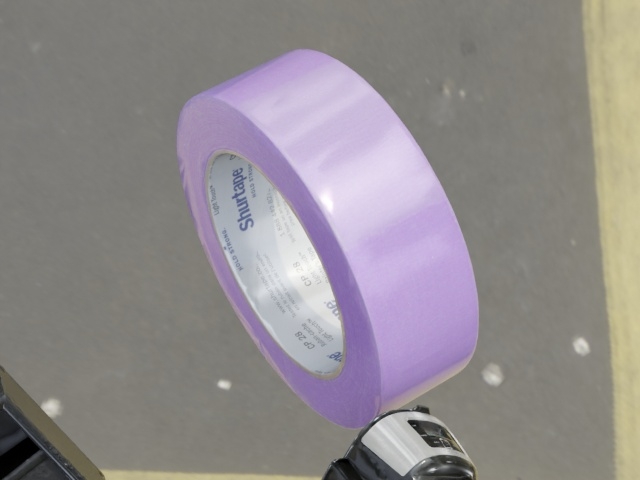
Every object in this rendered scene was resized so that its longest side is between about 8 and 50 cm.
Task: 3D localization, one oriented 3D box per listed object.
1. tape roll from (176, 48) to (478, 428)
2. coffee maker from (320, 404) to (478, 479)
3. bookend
[{"bbox_3d":[0.000,0.000,1.137,0.090,0.275,0.275,-27,67,-21],"label":"tape roll"},{"bbox_3d":[0.068,0.219,0.986,0.171,0.120,0.178,-45,41,-6],"label":"coffee maker"},{"bbox_3d":[-0.297,0.222,1.360,0.157,0.156,0.072,-37,25,-1],"label":"bookend"}]
